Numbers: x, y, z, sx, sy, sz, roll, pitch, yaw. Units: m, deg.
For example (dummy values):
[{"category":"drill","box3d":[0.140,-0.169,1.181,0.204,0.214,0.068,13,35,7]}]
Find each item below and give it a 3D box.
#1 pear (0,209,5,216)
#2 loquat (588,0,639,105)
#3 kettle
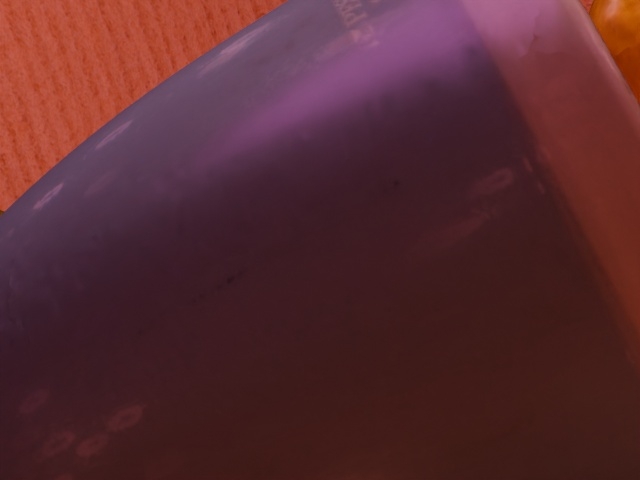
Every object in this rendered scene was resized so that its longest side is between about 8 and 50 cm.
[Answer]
[{"category":"pear","box3d":[-0.327,0.081,1.483,0.399,0.165,0.399,-18,8,2]},{"category":"loquat","box3d":[0.315,-0.159,1.429,0.244,0.244,0.244,-18,8,2]},{"category":"kettle","box3d":[-0.033,0.037,0.761,0.342,0.247,0.319,-27,29,6]}]
